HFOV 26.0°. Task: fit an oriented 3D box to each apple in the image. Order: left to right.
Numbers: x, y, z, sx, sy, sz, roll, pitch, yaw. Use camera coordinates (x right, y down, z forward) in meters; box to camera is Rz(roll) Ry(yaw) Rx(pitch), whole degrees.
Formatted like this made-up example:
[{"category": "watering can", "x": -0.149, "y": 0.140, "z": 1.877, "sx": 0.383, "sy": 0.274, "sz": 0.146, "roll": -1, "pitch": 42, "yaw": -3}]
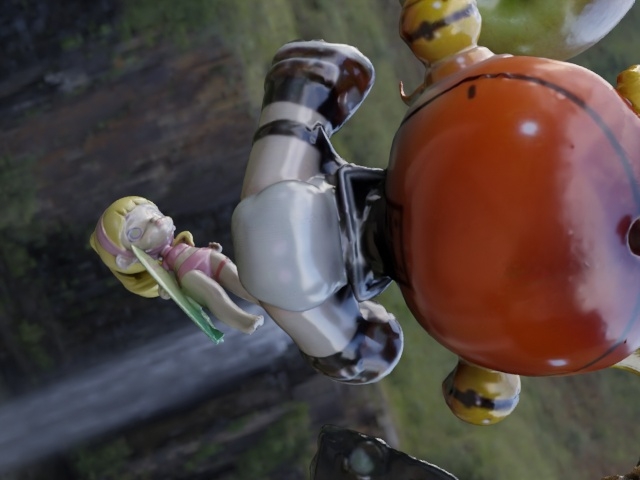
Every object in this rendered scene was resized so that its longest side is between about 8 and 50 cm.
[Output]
[{"category": "apple", "x": 0.250, "y": -0.379, "z": 1.743, "sx": 0.305, "sy": 0.338, "sz": 0.338, "roll": -44, "pitch": 117, "yaw": -72}]

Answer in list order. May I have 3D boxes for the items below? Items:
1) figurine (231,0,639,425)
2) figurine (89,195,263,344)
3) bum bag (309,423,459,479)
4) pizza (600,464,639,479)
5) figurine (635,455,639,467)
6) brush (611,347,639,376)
[{"category": "figurine", "x": 0.108, "y": -0.013, "z": 0.946, "sx": 0.196, "sy": 0.323, "sz": 0.320, "roll": -38, "pitch": 121, "yaw": -62}, {"category": "figurine", "x": -0.117, "y": 0.026, "z": 1.130, "sx": 0.187, "sy": 0.083, "sz": 0.083, "roll": 28, "pitch": -18, "yaw": 22}, {"category": "bum bag", "x": 0.025, "y": 0.213, "z": 0.620, "sx": 0.137, "sy": 0.074, "sz": 0.310, "roll": 42, "pitch": -40, "yaw": 30}, {"category": "pizza", "x": 0.150, "y": 0.187, "z": 0.864, "sx": 0.147, "sy": 0.226, "sz": 0.069, "roll": -68, "pitch": 145, "yaw": -66}, {"category": "figurine", "x": 0.354, "y": 0.299, "z": 1.402, "sx": 0.082, "sy": 0.098, "sz": 0.154, "roll": 36, "pitch": -69, "yaw": 64}, {"category": "brush", "x": 0.338, "y": 0.138, "z": 1.375, "sx": 0.218, "sy": 0.082, "sz": 0.010, "roll": 39, "pitch": -45, "yaw": 35}]
